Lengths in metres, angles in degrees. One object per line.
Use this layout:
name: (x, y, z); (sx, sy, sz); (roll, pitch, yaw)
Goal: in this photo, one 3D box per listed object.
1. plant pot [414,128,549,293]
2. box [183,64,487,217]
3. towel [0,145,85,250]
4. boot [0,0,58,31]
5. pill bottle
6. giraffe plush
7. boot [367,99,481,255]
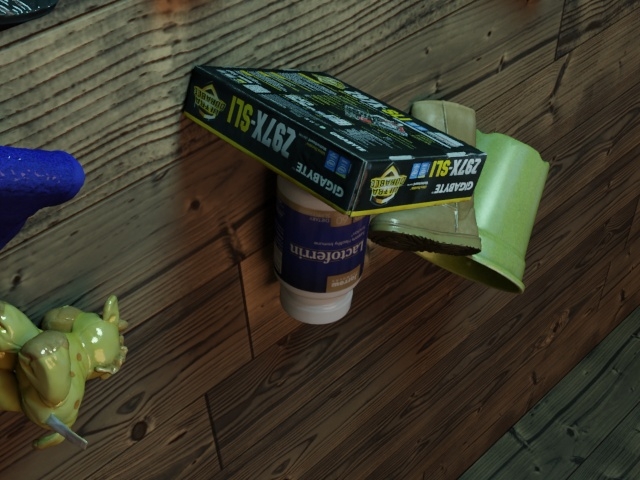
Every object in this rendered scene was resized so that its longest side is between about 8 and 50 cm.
plant pot: (0.316, -0.067, 1.602); (0.276, 0.276, 0.254); (35, 78, -56)
box: (0.017, -0.142, 1.083); (0.257, 0.322, 0.079); (-8, 123, -48)
towel: (-0.416, -0.044, 0.785); (0.228, 0.076, 0.308); (-28, 164, 33)
boot: (-0.376, -0.174, 0.725); (0.246, 0.094, 0.207); (-26, 174, -46)
pill bottle: (0.000, 0.000, 1.336); (0.153, 0.153, 0.264); (-27, 138, -35)
giraffe plush: (-0.332, 0.146, 1.061); (0.181, 0.210, 0.170); (-41, -175, 38)
boot: (0.178, -0.116, 1.426); (0.236, 0.089, 0.269); (9, 71, -32)
